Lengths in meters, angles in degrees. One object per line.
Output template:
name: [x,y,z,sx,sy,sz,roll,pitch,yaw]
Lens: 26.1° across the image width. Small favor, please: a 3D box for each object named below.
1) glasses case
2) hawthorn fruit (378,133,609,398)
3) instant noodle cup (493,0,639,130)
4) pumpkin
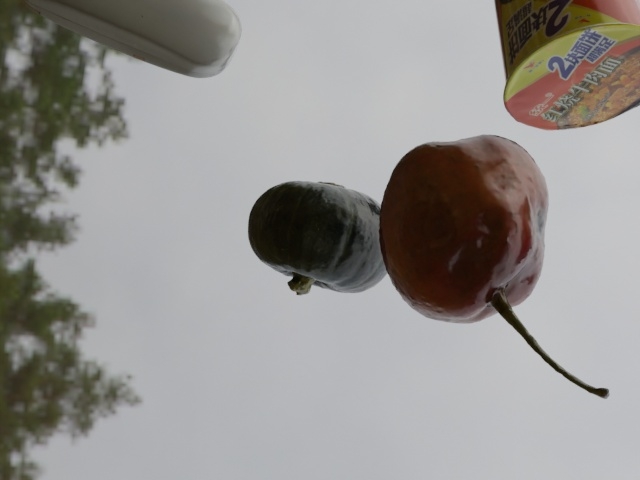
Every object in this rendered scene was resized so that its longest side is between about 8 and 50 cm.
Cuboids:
glasses case: [-0.135,-0.166,0.975,0.041,0.164,0.063,113,-1,-61]
hawthorn fruit: [0.151,0.039,1.194,0.165,0.165,0.285,-54,-132,40]
instant noodle cup: [0.312,-0.265,1.722,0.213,0.213,0.174,-47,-136,46]
pumpkin: [0.002,-0.003,1.513,0.167,0.167,0.125,2,-86,60]
